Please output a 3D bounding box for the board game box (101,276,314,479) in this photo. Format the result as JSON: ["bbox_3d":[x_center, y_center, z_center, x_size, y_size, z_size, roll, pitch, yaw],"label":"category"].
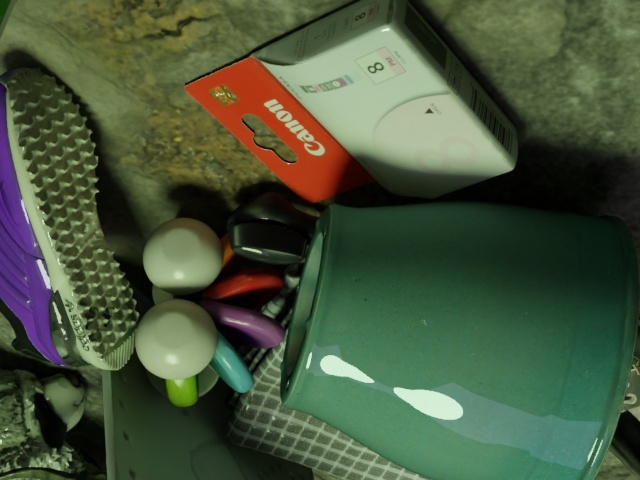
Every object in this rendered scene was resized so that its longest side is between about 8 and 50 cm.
[{"bbox_3d":[-0.109,0.266,1.429,0.050,0.390,0.390,-31,129,14],"label":"board game box"}]

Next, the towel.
[{"bbox_3d":[0.055,0.154,1.459,0.284,0.121,0.235,21,140,-12],"label":"towel"}]

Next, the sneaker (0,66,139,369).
[{"bbox_3d":[-0.275,-0.011,1.287,0.146,0.102,0.293,-1,113,26],"label":"sneaker"}]

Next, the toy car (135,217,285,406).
[{"bbox_3d":[-0.101,0.071,1.352,0.136,0.182,0.159,3,161,-1],"label":"toy car"}]

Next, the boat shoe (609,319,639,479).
[{"bbox_3d":[0.334,0.179,1.440,0.112,0.095,0.335,-22,131,35],"label":"boat shoe"}]

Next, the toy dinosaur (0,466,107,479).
[{"bbox_3d":[-0.231,0.278,1.527,0.268,0.064,0.118,3,158,21],"label":"toy dinosaur"}]

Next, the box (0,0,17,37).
[{"bbox_3d":[-0.320,-0.181,1.146,0.102,0.101,0.087,-16,134,29],"label":"box"}]

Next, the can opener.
[{"bbox_3d":[0.000,0.000,1.333,0.186,0.073,0.059,9,155,-18],"label":"can opener"}]

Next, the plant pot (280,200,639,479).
[{"bbox_3d":[0.105,0.084,1.226,0.255,0.271,0.271,13,142,-6],"label":"plant pot"}]

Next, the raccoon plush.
[{"bbox_3d":[-0.392,0.356,1.623,0.299,0.446,0.216,40,160,-33],"label":"raccoon plush"}]

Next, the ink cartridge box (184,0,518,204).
[{"bbox_3d":[0.023,-0.098,1.205,0.232,0.066,0.189,-23,131,30],"label":"ink cartridge box"}]
